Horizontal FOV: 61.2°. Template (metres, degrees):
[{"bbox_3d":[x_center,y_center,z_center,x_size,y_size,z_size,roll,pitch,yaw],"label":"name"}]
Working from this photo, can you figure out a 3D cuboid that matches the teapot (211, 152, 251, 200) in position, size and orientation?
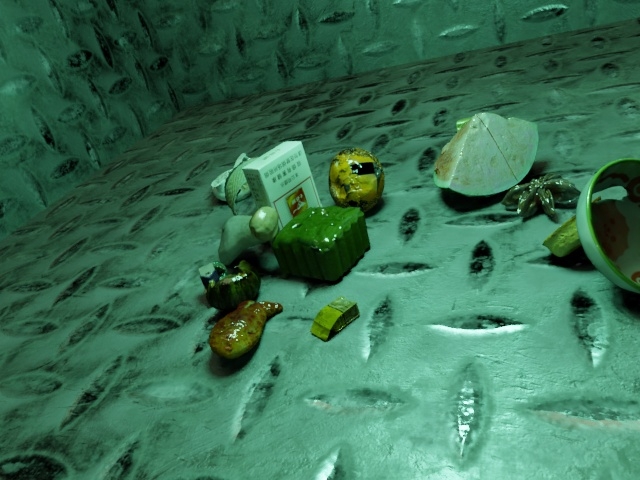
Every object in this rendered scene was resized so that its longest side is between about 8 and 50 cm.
[{"bbox_3d":[-0.378,-0.264,2.387,0.204,0.139,0.298,-8,31,22],"label":"teapot"}]

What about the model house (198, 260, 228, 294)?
[{"bbox_3d":[-0.328,0.132,1.707,0.088,0.100,0.100,-21,30,-11],"label":"model house"}]

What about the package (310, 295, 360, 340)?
[{"bbox_3d":[0.036,0.204,1.438,0.131,0.047,0.071,-31,35,-27],"label":"package"}]

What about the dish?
[{"bbox_3d":[0.719,-0.020,1.268,0.324,0.324,0.124,-30,-6,-22],"label":"dish"}]

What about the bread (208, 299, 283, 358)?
[{"bbox_3d":[-0.214,0.229,1.485,0.139,0.095,0.269,4,31,21],"label":"bread"}]

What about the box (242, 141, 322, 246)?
[{"bbox_3d":[-0.112,-0.141,1.825,0.095,0.330,0.210,11,39,42],"label":"box"}]

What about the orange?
[{"bbox_3d":[0.124,-0.212,1.930,0.182,0.234,0.234,-21,27,-30],"label":"orange"}]

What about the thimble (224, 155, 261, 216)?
[{"bbox_3d":[-0.210,-0.161,1.985,0.271,0.270,0.150,-22,32,-9],"label":"thimble"}]

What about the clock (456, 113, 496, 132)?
[{"bbox_3d":[0.644,-0.442,2.207,0.170,0.069,0.232,-8,30,17],"label":"clock"}]

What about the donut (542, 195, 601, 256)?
[{"bbox_3d":[0.666,-0.027,1.395,0.190,0.174,0.074,-27,72,-37],"label":"donut"}]

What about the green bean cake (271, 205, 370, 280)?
[{"bbox_3d":[0.000,0.000,1.704,0.250,0.156,0.247,7,36,37],"label":"green bean cake"}]

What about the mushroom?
[{"bbox_3d":[-0.238,-0.017,1.777,0.122,0.159,0.329,-6,-7,-34],"label":"mushroom"}]

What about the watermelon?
[{"bbox_3d":[0.542,-0.265,1.848,0.292,0.319,0.222,16,-11,-16],"label":"watermelon"}]

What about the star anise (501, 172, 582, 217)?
[{"bbox_3d":[0.681,-0.139,1.649,0.229,0.093,0.236,6,32,46],"label":"star anise"}]

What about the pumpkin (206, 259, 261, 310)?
[{"bbox_3d":[-0.244,0.142,1.630,0.108,0.119,0.183,19,43,32],"label":"pumpkin"}]
